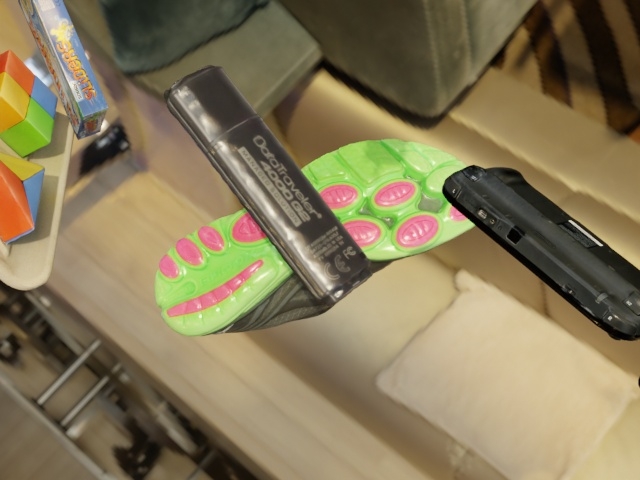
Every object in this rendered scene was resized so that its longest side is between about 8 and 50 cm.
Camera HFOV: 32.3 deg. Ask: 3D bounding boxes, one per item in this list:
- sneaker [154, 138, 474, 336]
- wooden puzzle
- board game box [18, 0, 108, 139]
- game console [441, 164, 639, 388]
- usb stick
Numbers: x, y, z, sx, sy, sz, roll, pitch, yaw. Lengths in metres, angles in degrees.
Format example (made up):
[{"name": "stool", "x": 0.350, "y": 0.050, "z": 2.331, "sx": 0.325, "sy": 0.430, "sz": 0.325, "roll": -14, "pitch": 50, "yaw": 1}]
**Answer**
[{"name": "sneaker", "x": 0.000, "y": 0.000, "z": 1.568, "sx": 0.202, "sy": 0.482, "sz": 0.185, "roll": 40, "pitch": -149, "yaw": -72}, {"name": "wooden puzzle", "x": -0.419, "y": -0.154, "z": 1.290, "sx": 0.348, "sy": 0.080, "sz": 0.322, "roll": 44, "pitch": -151, "yaw": -37}, {"name": "board game box", "x": -0.326, "y": -0.237, "z": 1.389, "sx": 0.201, "sy": 0.035, "sz": 0.136, "roll": 66, "pitch": 164, "yaw": 1}, {"name": "game console", "x": 0.249, "y": 0.054, "z": 0.845, "sx": 0.361, "sy": 0.044, "sz": 0.213, "roll": 43, "pitch": -157, "yaw": 27}, {"name": "usb stick", "x": -0.053, "y": -0.058, "z": 1.114, "sx": 0.278, "sy": 0.077, "sz": 0.045, "roll": 52, "pitch": 148, "yaw": 5}]
